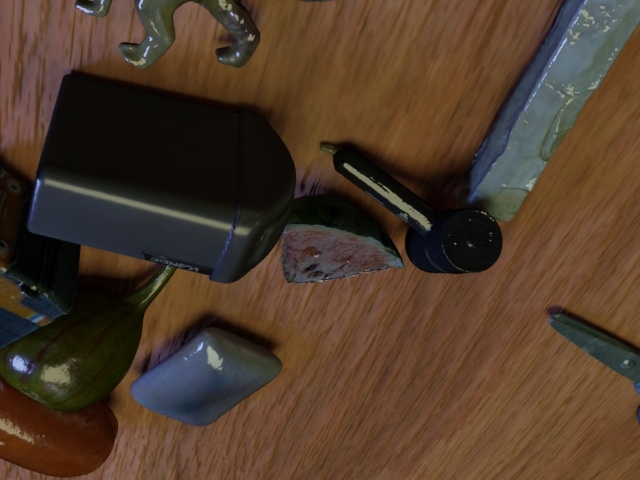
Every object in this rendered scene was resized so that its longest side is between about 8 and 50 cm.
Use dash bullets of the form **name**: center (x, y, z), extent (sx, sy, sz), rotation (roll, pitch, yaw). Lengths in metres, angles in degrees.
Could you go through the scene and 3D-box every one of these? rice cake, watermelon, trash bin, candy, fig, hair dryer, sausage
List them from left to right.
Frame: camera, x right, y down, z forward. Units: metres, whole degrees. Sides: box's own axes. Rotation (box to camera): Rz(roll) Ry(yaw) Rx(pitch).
- **sausage**: center (-0.380, 0.233, 1.164), extent (0.133, 0.133, 0.258), rotation (-34, 130, 26)
- **fig**: center (-0.259, 0.086, 1.054), extent (0.259, 0.151, 0.151), rotation (-44, 133, -6)
- **trash bin**: center (-0.143, -0.059, 0.842), extent (0.236, 0.176, 0.101), rotation (13, 135, -16)
- **candy**: center (-0.153, 0.186, 1.182), extent (0.138, 0.071, 0.174), rotation (30, 126, -34)
- **watermelon**: center (0.000, 0.000, 1.010), extent (0.187, 0.071, 0.139), rotation (21, 138, -38)
- **hair dryer**: center (0.086, -0.039, 0.966), extent (0.219, 0.071, 0.124), rotation (35, 169, -13)
- **rice cake**: center (0.229, -0.143, 0.885), extent (0.066, 0.063, 0.336), rotation (14, 136, -8)

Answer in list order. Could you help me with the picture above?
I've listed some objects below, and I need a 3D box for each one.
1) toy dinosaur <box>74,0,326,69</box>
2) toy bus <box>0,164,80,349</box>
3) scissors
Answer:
- **toy dinosaur**: center (-0.140, -0.231, 0.725), extent (0.294, 0.077, 0.162), rotation (16, 133, -22)
- **toy bus**: center (-0.399, 0.047, 0.950), extent (0.275, 0.138, 0.167), rotation (-29, 135, 24)
- **scissors**: center (0.475, 0.191, 1.305), extent (0.447, 0.029, 0.193), rotation (28, 127, -33)
